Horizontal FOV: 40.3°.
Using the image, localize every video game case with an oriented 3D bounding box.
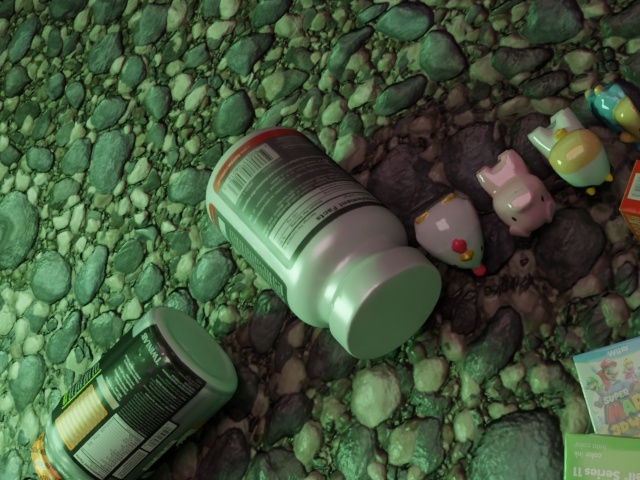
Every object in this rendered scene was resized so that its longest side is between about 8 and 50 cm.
[{"bbox_3d":[0.401,0.209,1.105,0.119,0.015,0.166,-22,60,23],"label":"video game case"}]

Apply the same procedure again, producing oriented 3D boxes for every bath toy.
[{"bbox_3d":[0.295,-0.072,1.224,0.348,0.151,0.129,-36,91,15],"label":"bath toy"}]

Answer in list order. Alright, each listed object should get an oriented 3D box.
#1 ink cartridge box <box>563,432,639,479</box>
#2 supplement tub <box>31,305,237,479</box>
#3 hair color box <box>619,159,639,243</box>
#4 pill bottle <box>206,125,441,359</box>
[{"bbox_3d":[0.337,0.398,0.943,0.119,0.207,0.354,-2,73,30],"label":"ink cartridge box"},{"bbox_3d":[-0.302,0.273,1.402,0.316,0.193,0.194,-44,55,9],"label":"supplement tub"},{"bbox_3d":[0.427,-0.040,1.113,0.043,0.141,0.072,16,80,35],"label":"hair color box"},{"bbox_3d":[0.000,0.000,1.318,0.210,0.210,0.363,-49,54,5],"label":"pill bottle"}]
